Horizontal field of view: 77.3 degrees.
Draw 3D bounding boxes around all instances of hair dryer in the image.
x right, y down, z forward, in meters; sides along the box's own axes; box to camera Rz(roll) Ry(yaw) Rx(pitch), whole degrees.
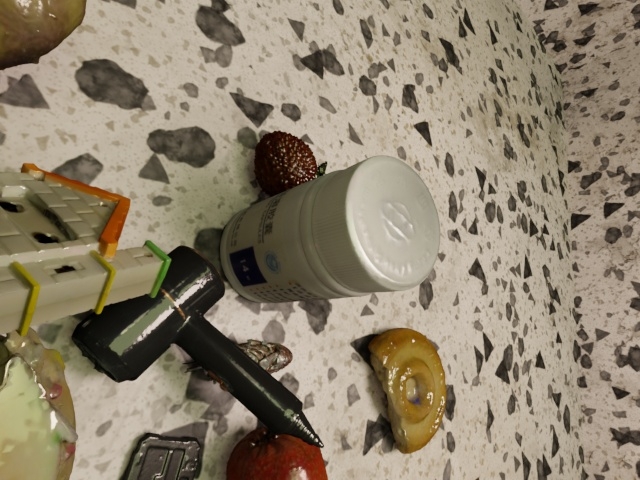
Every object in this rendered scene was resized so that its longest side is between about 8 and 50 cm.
[{"bbox_3d":[-0.141,0.182,0.548,0.352,0.107,0.189,41,54,5],"label":"hair dryer"}]

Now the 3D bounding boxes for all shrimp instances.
[{"bbox_3d":[-0.130,0.199,0.654,0.191,0.073,0.074,11,85,-37],"label":"shrimp"}]

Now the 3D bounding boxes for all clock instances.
[{"bbox_3d":[-0.326,0.005,0.431,0.220,0.106,0.255,37,21,19],"label":"clock"}]

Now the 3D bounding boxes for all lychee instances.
[{"bbox_3d":[-0.071,-0.143,0.760,0.129,0.123,0.123,45,51,0],"label":"lychee"}]

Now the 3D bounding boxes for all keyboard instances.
[{"bbox_3d":[-0.241,0.407,0.544,0.106,0.016,0.262,28,64,-34],"label":"keyboard"}]

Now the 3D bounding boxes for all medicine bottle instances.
[{"bbox_3d":[0.000,0.000,0.638,0.190,0.332,0.189,11,73,-40],"label":"medicine bottle"}]

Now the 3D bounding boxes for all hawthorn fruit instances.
[{"bbox_3d":[-0.061,0.434,0.617,0.165,0.165,0.284,-4,92,-43],"label":"hawthorn fruit"}]

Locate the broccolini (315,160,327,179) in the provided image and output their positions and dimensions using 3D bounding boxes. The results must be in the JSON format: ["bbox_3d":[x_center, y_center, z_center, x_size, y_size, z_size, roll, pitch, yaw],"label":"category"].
[{"bbox_3d":[0.024,-0.030,0.864,0.123,0.062,0.271,-33,106,-31],"label":"broccolini"}]

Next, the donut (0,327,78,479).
[{"bbox_3d":[-0.419,0.234,0.327,0.371,0.150,0.306,0,83,-44],"label":"donut"}]

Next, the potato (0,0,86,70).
[{"bbox_3d":[-0.413,-0.296,0.406,0.289,0.301,0.237,-13,106,-8],"label":"potato"}]

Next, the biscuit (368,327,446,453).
[{"bbox_3d":[0.212,0.325,0.923,0.213,0.091,0.273,-28,97,-40],"label":"biscuit"}]
